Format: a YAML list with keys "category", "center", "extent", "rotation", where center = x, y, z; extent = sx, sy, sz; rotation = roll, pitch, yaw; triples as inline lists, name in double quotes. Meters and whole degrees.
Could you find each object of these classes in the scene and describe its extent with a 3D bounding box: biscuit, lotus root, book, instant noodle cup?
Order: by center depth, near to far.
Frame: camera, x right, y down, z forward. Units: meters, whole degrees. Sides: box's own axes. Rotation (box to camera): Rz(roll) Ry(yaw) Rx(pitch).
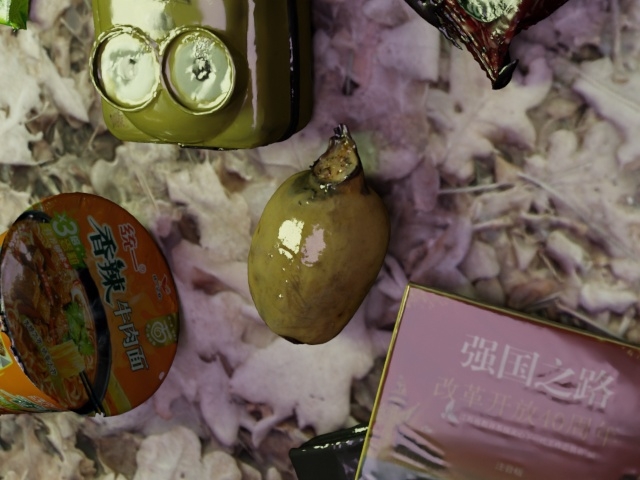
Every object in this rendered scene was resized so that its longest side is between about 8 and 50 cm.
- category: "biscuit"
  center: [0.176, -0.246, 1.007]
  extent: [0.235, 0.063, 0.151]
  rotation: [-41, 74, 32]
- category: "book"
  center: [0.161, 0.249, 1.110]
  extent: [0.263, 0.028, 0.373]
  rotation: [16, 101, 10]
- category: "lotus root"
  center: [0.000, 0.000, 1.125]
  extent: [0.125, 0.118, 0.220]
  rotation: [20, 115, 0]
- category: "instant noodle cup"
  center: [-0.289, 0.080, 1.228]
  extent: [0.182, 0.230, 0.230]
  rotation: [-16, 97, 37]

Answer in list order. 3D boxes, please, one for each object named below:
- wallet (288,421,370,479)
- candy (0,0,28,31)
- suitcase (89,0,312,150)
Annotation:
- category: "wallet"
  center: [0.131, 0.368, 1.190]
  extent: [0.228, 0.062, 0.406]
  rotation: [-18, 96, 27]
- category: "candy"
  center: [-0.378, -0.285, 1.265]
  extent: [0.178, 0.032, 0.102]
  rotation: [15, 106, 22]
- category: "suitcase"
  center: [-0.113, -0.195, 1.105]
  extent: [0.194, 0.143, 0.234]
  rotation: [5, 106, 23]
